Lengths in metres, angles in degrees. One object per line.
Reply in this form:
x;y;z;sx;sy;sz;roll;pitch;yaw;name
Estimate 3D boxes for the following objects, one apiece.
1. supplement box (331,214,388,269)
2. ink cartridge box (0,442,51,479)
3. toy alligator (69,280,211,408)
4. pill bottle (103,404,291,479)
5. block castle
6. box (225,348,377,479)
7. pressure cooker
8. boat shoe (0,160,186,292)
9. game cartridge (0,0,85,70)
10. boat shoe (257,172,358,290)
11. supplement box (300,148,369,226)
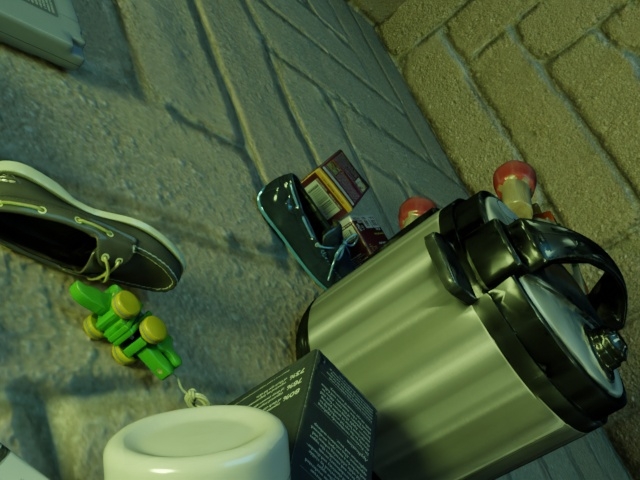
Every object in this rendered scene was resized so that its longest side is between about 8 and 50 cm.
0.113;0.068;1.279;0.239;0.073;0.130;60;23;10;supplement box
-0.251;0.187;0.393;0.203;0.086;0.148;46;23;-17;ink cartridge box
-0.178;0.102;0.690;0.190;0.056;0.051;47;24;-16;toy alligator
-0.083;0.248;0.481;0.131;0.131;0.229;-9;96;-65;pill bottle
0.379;0.079;1.395;0.453;0.303;0.213;59;26;-20;block castle
-0.038;0.233;0.656;0.108;0.153;0.207;48;25;-16;box
0.226;0.140;0.951;0.376;0.420;0.370;53;24;-1;pressure cooker
-0.242;0.006;0.682;0.227;0.081;0.069;30;34;-30;boat shoe
-0.430;-0.370;0.873;0.198;0.062;0.297;12;47;-52;game cartridge
0.000;0.000;1.134;0.258;0.089;0.109;47;24;-17;boat shoe
0.022;-0.102;1.331;0.104;0.080;0.188;51;23;-5;supplement box
